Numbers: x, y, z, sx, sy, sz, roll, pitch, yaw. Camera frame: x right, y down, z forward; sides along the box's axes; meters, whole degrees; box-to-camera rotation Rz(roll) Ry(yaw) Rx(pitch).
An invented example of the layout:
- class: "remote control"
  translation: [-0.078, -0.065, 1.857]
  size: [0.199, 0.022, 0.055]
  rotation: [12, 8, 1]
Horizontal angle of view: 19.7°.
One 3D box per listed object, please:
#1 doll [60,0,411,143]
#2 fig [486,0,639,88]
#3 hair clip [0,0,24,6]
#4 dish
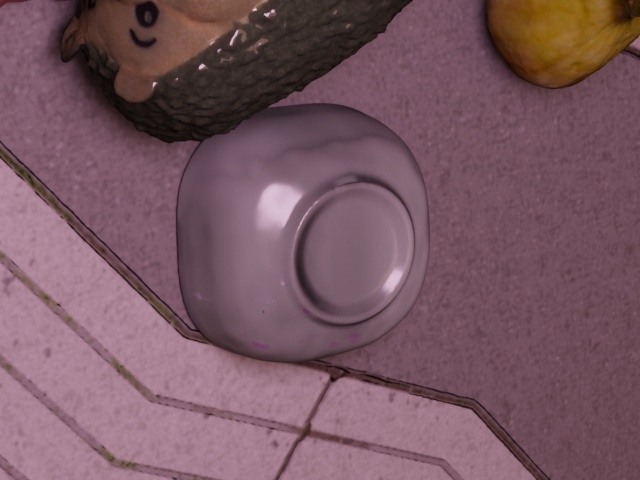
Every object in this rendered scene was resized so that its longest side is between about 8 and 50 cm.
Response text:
- class: "doll"
  translation: [-0.053, -0.237, 1.516]
  size: [0.349, 0.247, 0.247]
  rotation: [-46, 121, 3]
- class: "fig"
  translation: [0.245, -0.217, 1.683]
  size: [0.159, 0.257, 0.159]
  rotation: [-2, 99, -15]
- class: "hair clip"
  translation: [-0.249, -0.264, 1.501]
  size: [0.123, 0.102, 0.138]
  rotation: [-21, 79, -28]
- class: "dish"
  translation: [0.000, 0.000, 1.662]
  size: [0.256, 0.117, 0.256]
  rotation: [-7, 104, -29]
